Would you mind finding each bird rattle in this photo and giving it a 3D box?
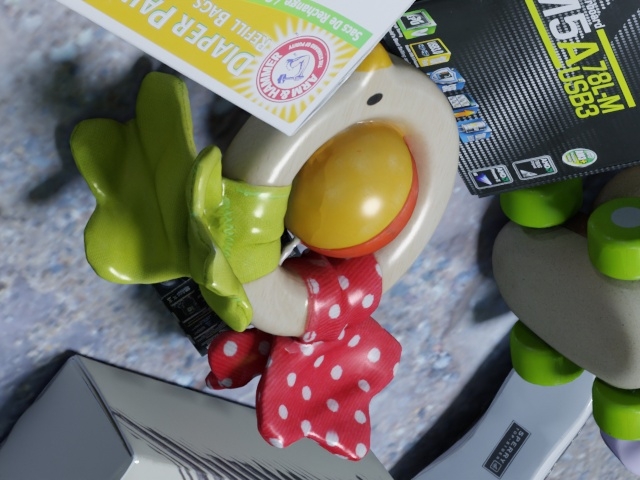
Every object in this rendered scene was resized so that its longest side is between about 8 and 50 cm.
[{"bbox_3d":[0.000,0.000,1.051,0.207,0.143,0.253,-48,134,-2],"label":"bird rattle"}]

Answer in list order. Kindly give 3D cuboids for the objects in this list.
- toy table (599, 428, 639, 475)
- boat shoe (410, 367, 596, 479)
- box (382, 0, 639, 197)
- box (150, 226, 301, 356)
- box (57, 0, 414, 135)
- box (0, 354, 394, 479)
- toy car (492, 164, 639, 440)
[{"bbox_3d":[0.341,0.101,1.325,0.274,0.161,0.252,-43,133,6],"label":"toy table"},{"bbox_3d":[0.123,0.153,1.363,0.228,0.080,0.076,-57,163,17],"label":"boat shoe"},{"bbox_3d":[0.142,-0.106,1.078,0.184,0.045,0.190,-9,145,19],"label":"box"},{"bbox_3d":[-0.050,0.023,1.144,0.083,0.018,0.067,-35,141,-3],"label":"box"},{"bbox_3d":[-0.063,-0.149,0.894,0.103,0.114,0.203,-47,141,13],"label":"box"},{"bbox_3d":[-0.067,0.165,1.210,0.275,0.094,0.113,20,115,-46],"label":"box"},{"bbox_3d":[0.218,0.004,1.241,0.188,0.149,0.155,-29,131,-27],"label":"toy car"}]
